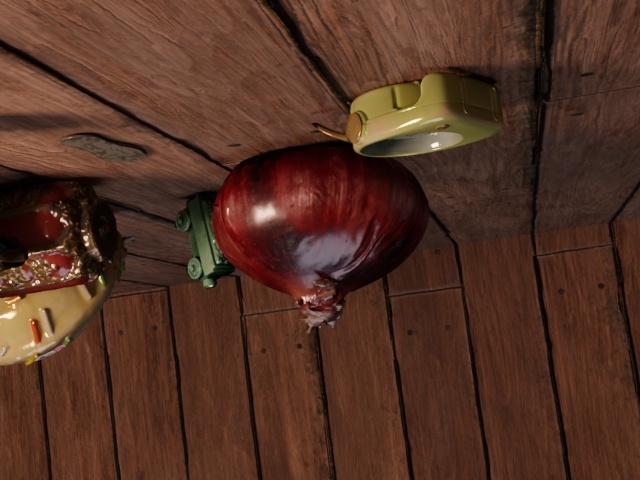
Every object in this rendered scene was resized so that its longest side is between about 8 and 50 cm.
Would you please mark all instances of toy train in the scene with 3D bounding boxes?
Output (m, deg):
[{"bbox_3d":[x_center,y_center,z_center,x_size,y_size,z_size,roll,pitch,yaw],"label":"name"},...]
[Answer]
[{"bbox_3d":[-0.204,-0.002,1.883,0.070,0.172,0.099,-1,159,-43],"label":"toy train"}]

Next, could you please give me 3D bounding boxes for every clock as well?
[{"bbox_3d":[0.105,-0.154,1.348,0.231,0.069,0.170,-11,173,36],"label":"clock"}]

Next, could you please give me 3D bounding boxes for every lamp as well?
[{"bbox_3d":[-0.456,-0.001,1.635,0.273,0.177,0.177,-10,173,18],"label":"lamp"}]

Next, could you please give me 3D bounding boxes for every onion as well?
[{"bbox_3d":[0.000,0.000,1.648,0.347,0.286,0.348,-3,163,-1],"label":"onion"}]

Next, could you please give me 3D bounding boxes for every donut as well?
[{"bbox_3d":[-0.546,0.087,1.894,0.371,0.307,0.150,-9,132,25],"label":"donut"}]

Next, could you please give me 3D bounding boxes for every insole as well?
[{"bbox_3d":[-0.292,-0.125,1.424,0.065,0.006,0.193,-9,173,17],"label":"insole"}]

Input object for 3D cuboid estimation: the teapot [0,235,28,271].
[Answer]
[{"bbox_3d":[-0.553,-0.014,1.496,0.269,0.173,0.182,12,-161,-16],"label":"teapot"}]
